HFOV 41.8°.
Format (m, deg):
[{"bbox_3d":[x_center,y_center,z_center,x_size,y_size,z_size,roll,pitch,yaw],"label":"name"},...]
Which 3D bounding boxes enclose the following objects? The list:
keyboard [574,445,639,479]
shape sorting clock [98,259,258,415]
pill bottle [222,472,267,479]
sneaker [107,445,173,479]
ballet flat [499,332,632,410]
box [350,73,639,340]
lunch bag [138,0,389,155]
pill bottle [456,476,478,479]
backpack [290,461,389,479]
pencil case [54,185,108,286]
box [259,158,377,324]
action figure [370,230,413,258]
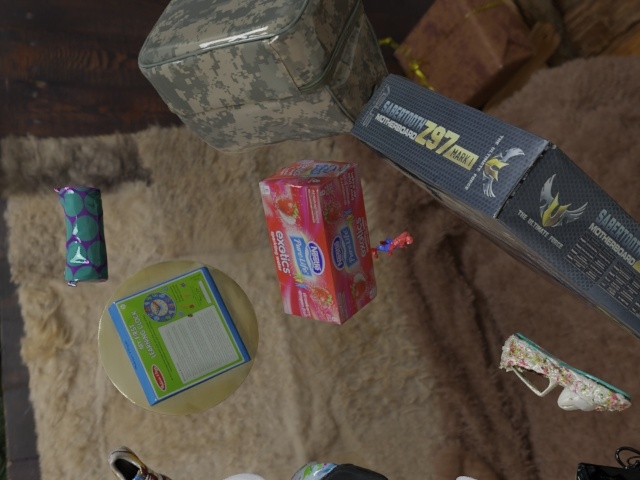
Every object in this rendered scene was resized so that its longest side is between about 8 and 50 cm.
[{"bbox_3d":[0.260,0.184,0.535,0.192,0.038,0.100,9,26,0],"label":"keyboard"},{"bbox_3d":[-0.184,0.124,1.092,0.206,0.040,0.206,5,68,-11],"label":"shape sorting clock"},{"bbox_3d":[-0.043,0.320,0.820,0.117,0.117,0.215,-54,138,-30],"label":"pill bottle"},{"bbox_3d":[-0.367,0.505,1.744,0.185,0.084,0.069,37,83,-6],"label":"sneaker"},{"bbox_3d":[0.407,0.241,1.421,0.091,0.241,0.077,35,86,-48],"label":"ballet flat"},{"bbox_3d":[0.152,-0.015,0.586,0.233,0.183,0.059,32,96,-33],"label":"box"},{"bbox_3d":[-0.068,-0.243,1.199,0.256,0.305,0.212,54,45,-38],"label":"lunch bag"},{"bbox_3d":[0.336,0.729,2.061,0.152,0.152,0.272,34,61,-8],"label":"pill bottle"},{"bbox_3d":[0.014,0.587,1.729,0.273,0.355,0.290,20,80,16],"label":"backpack"},{"bbox_3d":[-0.365,-0.008,1.280,0.070,0.064,0.151,-3,92,8],"label":"pencil case"},{"bbox_3d":[0.000,0.000,1.434,0.123,0.128,0.256,-35,124,-45],"label":"box"},{"bbox_3d":[0.119,0.007,1.341,0.038,0.115,0.030,-32,91,-22],"label":"action figure"}]
